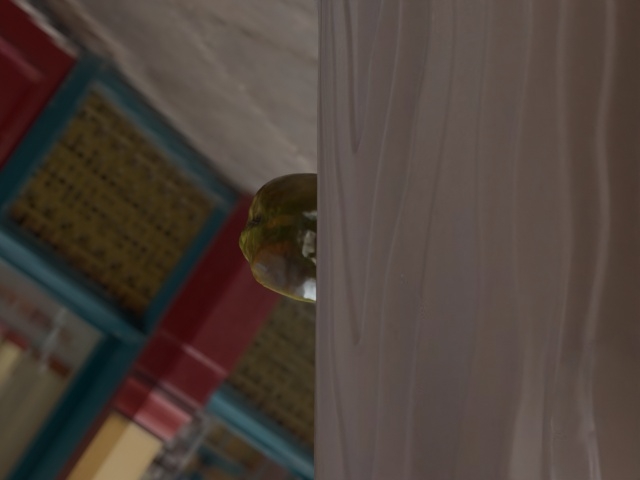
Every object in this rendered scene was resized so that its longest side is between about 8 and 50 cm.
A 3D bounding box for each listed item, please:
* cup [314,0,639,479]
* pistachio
[{"bbox_3d":[0.076,0.017,0.666,0.288,0.273,0.208,-14,157,37],"label":"cup"},{"bbox_3d":[0.002,-0.002,1.496,0.189,0.110,0.100,23,-153,35],"label":"pistachio"}]
